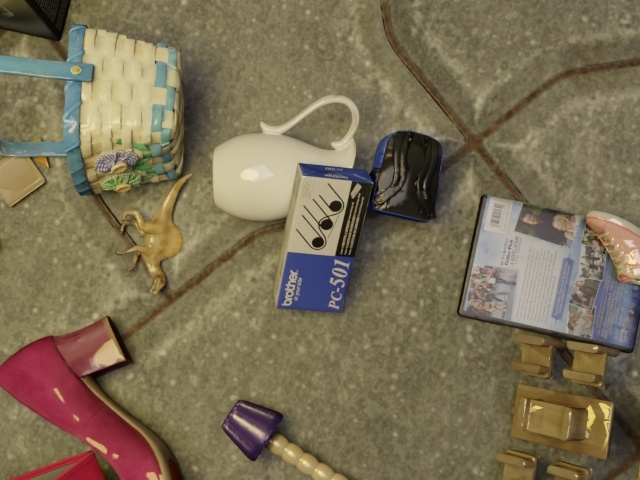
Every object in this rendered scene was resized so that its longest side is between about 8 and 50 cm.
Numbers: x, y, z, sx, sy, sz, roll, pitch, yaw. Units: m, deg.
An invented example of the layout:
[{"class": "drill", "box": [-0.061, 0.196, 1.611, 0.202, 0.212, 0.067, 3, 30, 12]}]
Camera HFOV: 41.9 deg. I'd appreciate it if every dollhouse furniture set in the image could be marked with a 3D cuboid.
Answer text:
[{"class": "dollhouse furniture set", "box": [0.380, 0.251, 1.119, 0.242, 0.161, 0.212, 5, 83, 41]}]

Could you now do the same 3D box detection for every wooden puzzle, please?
[{"class": "wooden puzzle", "box": [-0.455, -0.096, 1.254, 0.116, 0.014, 0.078, -29, 80, 0]}]

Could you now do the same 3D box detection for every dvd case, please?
[{"class": "dvd case", "box": [0.336, 0.047, 1.197, 0.253, 0.022, 0.180, 12, 86, 3]}]

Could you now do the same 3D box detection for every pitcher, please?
[{"class": "pitcher", "box": [-0.045, -0.115, 1.173, 0.207, 0.125, 0.177, -1, 104, -3]}]

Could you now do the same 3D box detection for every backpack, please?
[{"class": "backpack", "box": [0.112, -0.093, 1.179, 0.098, 0.101, 0.120, 11, 89, -15]}]

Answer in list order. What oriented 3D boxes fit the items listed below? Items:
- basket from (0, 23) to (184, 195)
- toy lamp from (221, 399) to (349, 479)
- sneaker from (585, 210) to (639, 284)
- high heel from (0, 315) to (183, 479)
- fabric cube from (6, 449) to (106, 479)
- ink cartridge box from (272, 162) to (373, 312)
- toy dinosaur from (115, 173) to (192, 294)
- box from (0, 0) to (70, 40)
[{"class": "basket", "box": [-0.331, -0.174, 1.135, 0.289, 0.255, 0.201, 5, 73, -4]}, {"class": "toy lamp", "box": [-0.013, 0.316, 1.163, 0.275, 0.080, 0.080, 34, 87, 4]}, {"class": "sneaker", "box": [0.417, 0.016, 1.158, 0.134, 0.051, 0.070, 31, 82, 1]}, {"class": "high heel", "box": [-0.307, 0.302, 1.154, 0.181, 0.127, 0.377, -25, 71, -6]}, {"class": "fabric cube", "box": [-0.388, 0.455, 1.028, 0.254, 0.259, 0.258, -22, 93, 21]}, {"class": "ink cartridge box", "box": [0.000, 0.000, 1.144, 0.097, 0.046, 0.207, 5, 119, -13]}, {"class": "toy dinosaur", "box": [-0.246, -0.015, 1.226, 0.093, 0.053, 0.183, 12, 87, -13]}, {"class": "box", "box": [-0.515, -0.423, 1.133, 0.296, 0.294, 0.182, 12, 85, -1]}]
